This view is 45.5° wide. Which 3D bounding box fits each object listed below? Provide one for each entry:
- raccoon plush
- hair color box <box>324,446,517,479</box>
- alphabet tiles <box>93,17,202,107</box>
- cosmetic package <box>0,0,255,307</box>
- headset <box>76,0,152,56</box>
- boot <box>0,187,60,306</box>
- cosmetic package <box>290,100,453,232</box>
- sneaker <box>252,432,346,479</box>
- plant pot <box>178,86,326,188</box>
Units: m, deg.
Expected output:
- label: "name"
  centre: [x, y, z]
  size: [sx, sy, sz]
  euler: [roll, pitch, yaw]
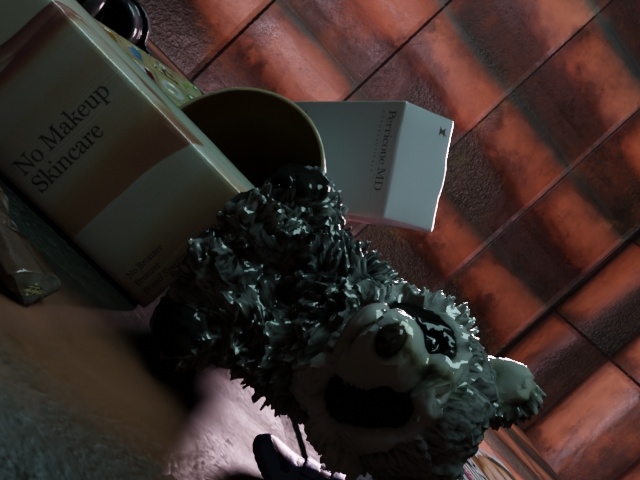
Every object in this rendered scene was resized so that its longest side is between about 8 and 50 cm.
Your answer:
- label: "raccoon plush"
  centre: [0.045, 0.101, 0.748]
  size: [0.299, 0.216, 0.446]
  euler: [39, 3, 13]
- label: "hair color box"
  centre: [0.171, 0.325, 0.888]
  size: [0.185, 0.113, 0.374]
  euler: [51, 6, 38]
- label: "alphabet tiles"
  centre: [-0.228, -0.203, 1.126]
  size: [0.342, 0.011, 0.285]
  euler: [29, 23, -45]
- label: "cosmetic package"
  centre: [-0.216, -0.099, 0.736]
  size: [0.296, 0.153, 0.129]
  euler: [45, 5, -11]
- label: "headset"
  centre: [-0.484, -0.462, 1.576]
  size: [0.243, 0.185, 0.394]
  euler: [30, 33, -60]
- label: "boot"
  centre: [-0.239, -0.008, 0.535]
  size: [0.114, 0.037, 0.106]
  euler: [54, 10, 21]
- label: "cosmetic package"
  centre: [0.034, -0.163, 1.595]
  size: [0.161, 0.230, 0.453]
  euler: [13, -2, -44]
- label: "sneaker"
  centre: [0.001, 0.214, 0.652]
  size: [0.144, 0.059, 0.053]
  euler: [46, 8, 1]
- label: "plant pot"
  centre: [-0.088, -0.033, 1.011]
  size: [0.237, 0.237, 0.254]
  euler: [50, -6, 25]
